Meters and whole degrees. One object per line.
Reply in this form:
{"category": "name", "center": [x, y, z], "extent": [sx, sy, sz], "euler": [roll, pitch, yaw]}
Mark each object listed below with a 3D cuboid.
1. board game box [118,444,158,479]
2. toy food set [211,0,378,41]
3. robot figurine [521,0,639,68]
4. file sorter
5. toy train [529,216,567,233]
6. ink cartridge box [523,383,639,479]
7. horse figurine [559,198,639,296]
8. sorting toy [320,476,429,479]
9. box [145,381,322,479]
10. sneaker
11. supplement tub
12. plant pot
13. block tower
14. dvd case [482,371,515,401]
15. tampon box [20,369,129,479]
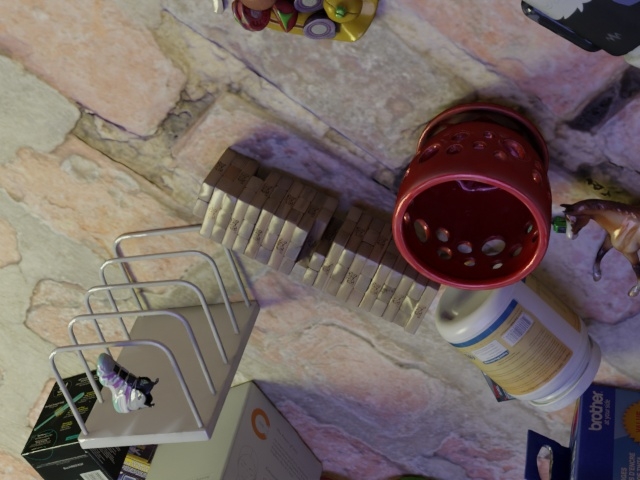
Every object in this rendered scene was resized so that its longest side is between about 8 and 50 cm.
{"category": "board game box", "center": [-0.317, 0.390, 2.317], "extent": [0.170, 0.048, 0.141], "euler": [22, 129, -4]}
{"category": "toy food set", "center": [-0.043, -0.287, 1.655], "extent": [0.218, 0.071, 0.128], "euler": [10, 131, 6]}
{"category": "robot figurine", "center": [0.314, -0.301, 1.493], "extent": [0.278, 0.209, 0.174], "euler": [29, 94, -10]}
{"category": "file sorter", "center": [-0.228, 0.125, 1.922], "extent": [0.192, 0.278, 0.173], "euler": [-6, 124, 19]}
{"category": "toy train", "center": [0.292, -0.020, 1.831], "extent": [0.083, 0.024, 0.017], "euler": [2, 130, 12]}
{"category": "ink cartridge box", "center": [0.480, 0.355, 1.939], "extent": [0.395, 0.270, 0.151], "euler": [6, 129, 8]}
{"category": "horse figurine", "center": [0.446, 0.004, 1.787], "extent": [0.263, 0.066, 0.174], "euler": [2, 136, 16]}
{"category": "sorting toy", "center": [0.131, 0.456, 2.248], "extent": [0.365, 0.127, 0.126], "euler": [-2, 158, 12]}
{"category": "box", "center": [-0.149, 0.423, 2.103], "extent": [0.168, 0.345, 0.215], "euler": [-20, 122, 28]}
{"category": "sneaker", "center": [-0.240, 0.178, 1.770], "extent": [0.069, 0.038, 0.098], "euler": [-7, 131, 17]}
{"category": "supplement tub", "center": [0.269, 0.126, 1.880], "extent": [0.199, 0.144, 0.144], "euler": [41, 127, -20]}
{"category": "plant pot", "center": [0.193, -0.060, 1.721], "extent": [0.191, 0.174, 0.191], "euler": [7, 130, 8]}
{"category": "block tower", "center": [0.000, 0.000, 1.852], "extent": [0.335, 0.097, 0.091], "euler": [26, 131, 3]}
{"category": "dvd case", "center": [0.298, 0.193, 2.018], "extent": [0.119, 0.013, 0.087], "euler": [-15, 124, 24]}
{"category": "tampon box", "center": [-0.368, 0.297, 2.174], "extent": [0.120, 0.161, 0.101], "euler": [-16, 124, 27]}
